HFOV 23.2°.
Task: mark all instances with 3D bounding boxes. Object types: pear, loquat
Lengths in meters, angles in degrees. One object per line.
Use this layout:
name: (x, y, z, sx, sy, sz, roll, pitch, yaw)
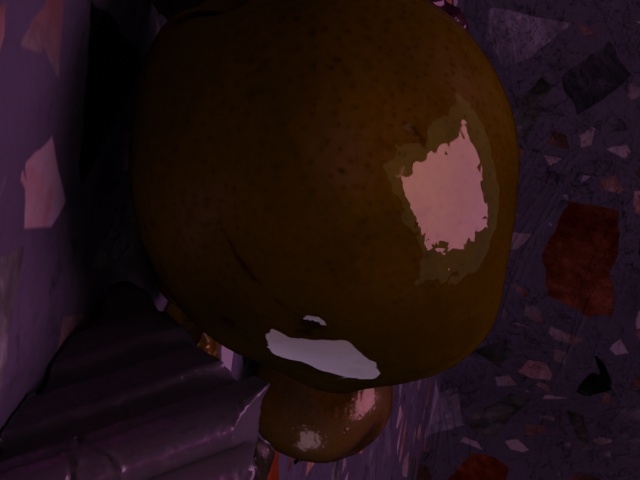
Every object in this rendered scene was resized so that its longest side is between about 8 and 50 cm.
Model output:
pear: (0.009, -0.055, 1.448, 0.418, 0.362, 0.362, 66, 22, -18)
loquat: (0.000, 0.217, 2.151, 0.213, 0.213, 0.213, 8, 90, -79)

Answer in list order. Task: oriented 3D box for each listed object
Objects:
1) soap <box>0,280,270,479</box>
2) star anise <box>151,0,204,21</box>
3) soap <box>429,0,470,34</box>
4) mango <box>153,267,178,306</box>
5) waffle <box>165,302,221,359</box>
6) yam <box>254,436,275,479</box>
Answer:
soap: (-0.228, 0.184, 1.374, 0.302, 0.258, 0.158, -16, 124, -29)
star anise: (-0.123, -0.296, 1.474, 0.236, 0.093, 0.229, -58, 159, -56)
soap: (0.076, -0.254, 2.123, 0.289, 0.112, 0.182, -22, 94, -38)
mango: (-0.130, 0.004, 1.620, 0.115, 0.089, 0.165, -70, 159, -45)
waffle: (-0.152, 0.196, 1.722, 0.229, 0.057, 0.219, -72, 165, -45)
yam: (-0.129, 0.349, 1.846, 0.093, 0.093, 0.259, 86, 16, -46)
